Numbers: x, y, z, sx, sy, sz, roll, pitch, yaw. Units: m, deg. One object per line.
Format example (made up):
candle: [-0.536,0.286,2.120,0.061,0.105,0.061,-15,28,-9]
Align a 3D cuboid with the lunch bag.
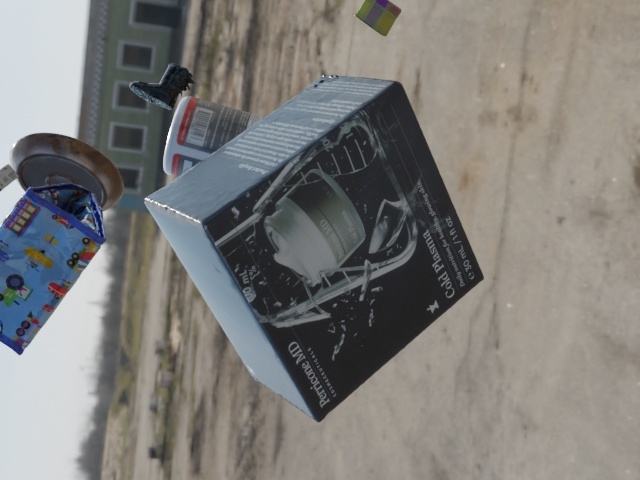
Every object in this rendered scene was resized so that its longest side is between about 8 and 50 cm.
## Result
lunch bag: [-0.456,0.017,1.405,0.221,0.138,0.293,-53,16,4]

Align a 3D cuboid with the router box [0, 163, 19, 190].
router box: [-0.855,-0.110,2.187,0.133,0.046,0.179,-22,20,48]

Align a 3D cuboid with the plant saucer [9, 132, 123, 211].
plant saucer: [-0.683,-0.161,2.336,0.310,0.310,0.050,111,171,-52]

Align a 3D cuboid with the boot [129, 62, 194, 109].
boot: [-0.354,-0.355,1.965,0.099,0.121,0.045,-62,-11,-17]

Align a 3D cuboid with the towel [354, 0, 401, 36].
towel: [0.109,-0.425,1.638,0.060,0.083,0.009,-57,36,13]

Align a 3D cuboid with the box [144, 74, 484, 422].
box: [0.000,0.000,1.730,0.297,0.472,0.480,22,144,57]

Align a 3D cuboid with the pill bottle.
pill bottle: [-0.200,-0.222,2.231,0.210,0.363,0.210,-164,90,-85]
